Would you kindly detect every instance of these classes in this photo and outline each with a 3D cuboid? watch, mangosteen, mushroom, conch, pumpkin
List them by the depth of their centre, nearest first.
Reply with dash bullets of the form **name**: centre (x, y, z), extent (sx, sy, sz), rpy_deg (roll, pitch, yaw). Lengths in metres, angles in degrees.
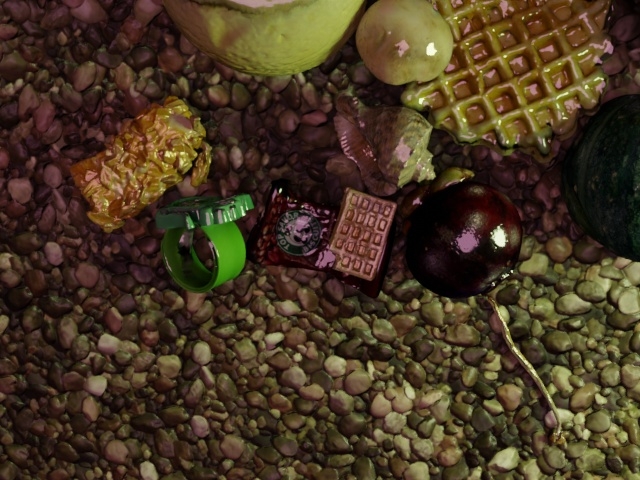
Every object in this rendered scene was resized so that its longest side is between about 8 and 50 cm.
- **mushroom**: centre (0.124, -0.294, 1.141), extent (0.148, 0.148, 0.112), rpy_deg (41, 145, -3)
- **pumpkin**: centre (0.524, -0.083, 1.148), extent (0.292, 0.197, 0.264), rpy_deg (14, 99, 0)
- **mangosteen**: centre (0.205, -0.023, 1.201), extent (0.194, 0.194, 0.231), rpy_deg (-37, 71, 10)
- **conch**: centre (0.092, -0.148, 1.208), extent (0.207, 0.130, 0.155), rpy_deg (37, 118, 16)
- **watch**: centre (-0.184, 0.008, 1.249), extent (0.165, 0.131, 0.152), rpy_deg (4, 107, 34)
- **mushroom**: centre (0.350, 0.219, 1.309), extent (0.025, 0.028, 0.286), rpy_deg (-17, 100, 51)

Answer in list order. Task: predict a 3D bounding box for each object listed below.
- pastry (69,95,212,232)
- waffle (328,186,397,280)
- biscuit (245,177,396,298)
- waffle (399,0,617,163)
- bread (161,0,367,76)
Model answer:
- **pastry**: centre (-0.280, -0.123, 1.261), extent (0.249, 0.102, 0.154), rpy_deg (-33, 97, 10)
- **waffle**: centre (0.063, -0.009, 1.234), extent (0.092, 0.021, 0.135), rpy_deg (17, 96, -9)
- **biscuit**: centre (0.003, -0.006, 1.274), extent (0.235, 0.063, 0.152), rpy_deg (15, 101, -6)
- **waffle**: centre (0.285, -0.281, 1.197), extent (0.316, 0.073, 0.298), rpy_deg (22, 96, 9)
- **bread**: centre (-0.085, -0.397, 1.134), extent (0.320, 0.237, 0.321), rpy_deg (0, 86, 1)
